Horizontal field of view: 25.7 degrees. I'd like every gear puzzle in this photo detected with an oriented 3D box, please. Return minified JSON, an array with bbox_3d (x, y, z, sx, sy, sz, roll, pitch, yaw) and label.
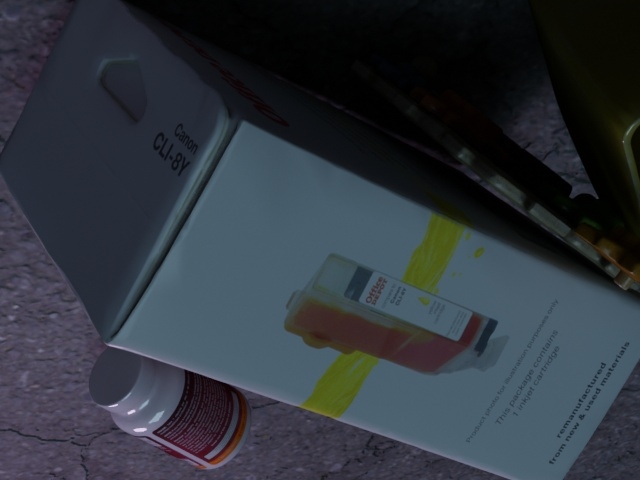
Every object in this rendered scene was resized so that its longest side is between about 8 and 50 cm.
[{"bbox_3d":[0.144,-0.047,0.956,0.175,0.339,0.044,33,99,-32],"label":"gear puzzle"}]

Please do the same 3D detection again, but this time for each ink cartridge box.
[{"bbox_3d":[0.000,0.000,0.976,0.384,0.279,0.160,24,102,-35],"label":"ink cartridge box"}]

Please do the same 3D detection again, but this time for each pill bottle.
[{"bbox_3d":[-0.141,0.151,1.309,0.086,0.086,0.152,-30,139,21],"label":"pill bottle"}]

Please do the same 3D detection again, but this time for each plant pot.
[{"bbox_3d":[0.259,-0.121,0.970,0.212,0.187,0.212,-33,141,-3],"label":"plant pot"}]
